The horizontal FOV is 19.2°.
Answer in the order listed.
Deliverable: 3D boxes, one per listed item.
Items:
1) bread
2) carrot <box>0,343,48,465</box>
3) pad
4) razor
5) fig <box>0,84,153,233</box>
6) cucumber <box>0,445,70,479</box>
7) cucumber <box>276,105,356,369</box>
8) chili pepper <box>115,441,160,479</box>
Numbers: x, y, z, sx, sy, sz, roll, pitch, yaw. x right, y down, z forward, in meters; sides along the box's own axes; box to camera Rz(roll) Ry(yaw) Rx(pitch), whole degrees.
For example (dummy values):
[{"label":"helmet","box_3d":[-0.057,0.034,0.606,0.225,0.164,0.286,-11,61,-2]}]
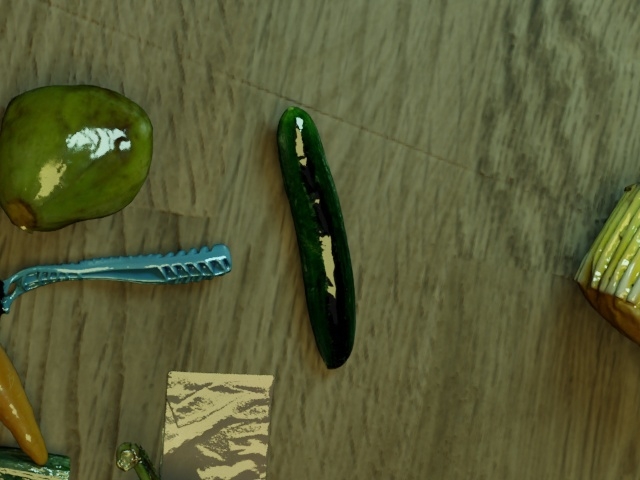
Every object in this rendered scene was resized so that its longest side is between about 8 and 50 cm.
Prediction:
[{"label":"bread","box_3d":[0.402,0.072,1.908,0.288,0.204,0.156,28,91,-19]},{"label":"carrot","box_3d":[-0.354,0.080,1.835,0.069,0.069,0.336,-33,102,-2]},{"label":"pad","box_3d":[-0.109,0.228,1.948,0.113,0.006,0.188,4,100,-10]},{"label":"razor","box_3d":[-0.213,0.034,1.872,0.253,0.042,0.082,-8,145,-9]},{"label":"fig","box_3d":[-0.245,-0.076,1.787,0.154,0.165,0.144,32,132,13]},{"label":"cucumber","box_3d":[-0.306,0.229,1.893,0.105,0.048,0.048,13,99,-10]},{"label":"cucumber","box_3d":[0.000,0.000,1.898,0.056,0.056,0.284,-13,108,-8]},{"label":"chili pepper","box_3d":[-0.144,0.363,1.919,0.110,0.110,0.388,-13,110,-8]}]
